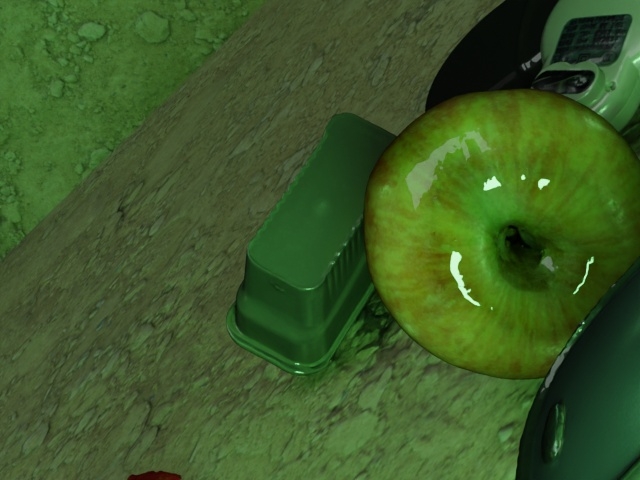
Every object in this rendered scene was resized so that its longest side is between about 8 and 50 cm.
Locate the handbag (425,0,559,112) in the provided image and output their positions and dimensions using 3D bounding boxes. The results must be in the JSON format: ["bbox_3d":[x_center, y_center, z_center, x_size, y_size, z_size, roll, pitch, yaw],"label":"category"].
[{"bbox_3d":[0.244,-0.210,1.975,0.308,0.093,0.254,-37,21,34],"label":"handbag"}]

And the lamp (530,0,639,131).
[{"bbox_3d":[0.309,-0.190,1.752,0.179,0.108,0.246,2,54,51],"label":"lamp"}]

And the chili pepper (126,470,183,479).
[{"bbox_3d":[-0.216,0.402,1.747,0.131,0.134,0.338,-6,43,47],"label":"chili pepper"}]

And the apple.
[{"bbox_3d":[0.164,-0.009,1.499,0.264,0.264,0.264,-43,18,18],"label":"apple"}]

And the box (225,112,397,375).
[{"bbox_3d":[0.000,0.000,1.945,0.274,0.138,0.178,-58,-15,-24],"label":"box"}]

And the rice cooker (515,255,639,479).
[{"bbox_3d":[0.261,0.125,0.986,0.267,0.224,0.267,-56,9,13],"label":"rice cooker"}]
